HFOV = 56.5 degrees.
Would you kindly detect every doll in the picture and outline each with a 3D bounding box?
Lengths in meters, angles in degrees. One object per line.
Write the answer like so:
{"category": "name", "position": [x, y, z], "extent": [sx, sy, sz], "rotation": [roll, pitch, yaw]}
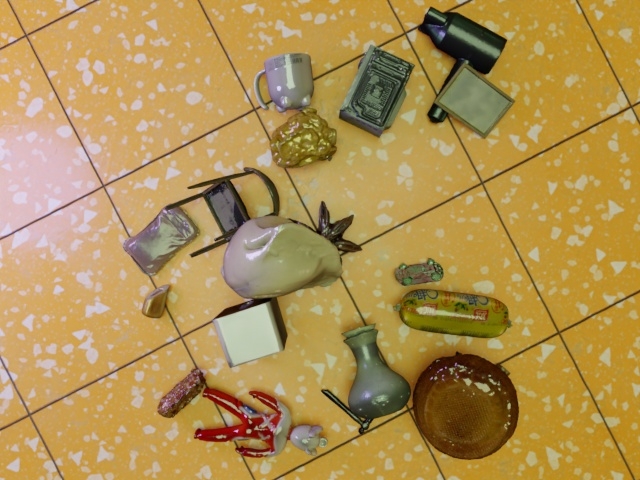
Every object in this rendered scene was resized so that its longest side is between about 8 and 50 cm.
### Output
{"category": "doll", "position": [-0.166, 0.537, 1.718], "extent": [0.384, 0.099, 0.188], "rotation": [14, 91, 6]}

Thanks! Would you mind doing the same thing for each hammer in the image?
{"category": "hammer", "position": [0.075, 0.491, 1.753], "extent": [0.178, 0.021, 0.065], "rotation": [40, 89, 2]}

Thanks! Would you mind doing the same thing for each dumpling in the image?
{"category": "dumpling", "position": [-0.104, 0.076, 1.592], "extent": [0.316, 0.395, 0.233], "rotation": [26, 54, -25]}

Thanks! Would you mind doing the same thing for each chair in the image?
{"category": "chair", "position": [-0.266, -0.087, 1.690], "extent": [0.272, 0.166, 0.188], "rotation": [-27, 90, -42]}

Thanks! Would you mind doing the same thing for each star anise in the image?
{"category": "star anise", "position": [0.000, 0.000, 1.723], "extent": [0.229, 0.093, 0.236], "rotation": [38, 93, -6]}

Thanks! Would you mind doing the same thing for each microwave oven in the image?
{"category": "microwave oven", "position": [0.160, -0.424, 1.705], "extent": [0.162, 0.122, 0.208], "rotation": [25, 90, 1]}

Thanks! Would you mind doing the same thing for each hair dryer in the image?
{"category": "hair dryer", "position": [0.357, -0.500, 1.724], "extent": [0.244, 0.116, 0.302], "rotation": [28, 97, 2]}

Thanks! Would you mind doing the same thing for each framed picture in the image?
{"category": "framed picture", "position": [0.442, -0.398, 1.707], "extent": [0.201, 0.010, 0.136], "rotation": [29, 111, -21]}

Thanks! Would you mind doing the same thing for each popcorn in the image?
{"category": "popcorn", "position": [-0.050, -0.289, 1.690], "extent": [0.194, 0.140, 0.163], "rotation": [-6, 107, 2]}

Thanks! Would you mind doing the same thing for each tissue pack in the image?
{"category": "tissue pack", "position": [-0.185, 0.241, 1.637], "extent": [0.160, 0.246, 0.135], "rotation": [-18, 91, -1]}

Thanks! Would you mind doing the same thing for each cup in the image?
{"category": "cup", "position": [-0.105, -0.442, 1.698], "extent": [0.174, 0.134, 0.141], "rotation": [-8, 92, -2]}

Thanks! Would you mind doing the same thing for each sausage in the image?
{"category": "sausage", "position": [0.378, 0.208, 1.703], "extent": [0.347, 0.123, 0.123], "rotation": [7, 90, -1]}

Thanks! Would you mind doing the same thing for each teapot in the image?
{"category": "teapot", "position": [0.145, 0.367, 1.685], "extent": [0.184, 0.183, 0.250], "rotation": [-16, 79, -1]}

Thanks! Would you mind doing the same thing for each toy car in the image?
{"category": "toy car", "position": [0.287, 0.099, 1.736], "extent": [0.142, 0.069, 0.055], "rotation": [-9, 129, 0]}

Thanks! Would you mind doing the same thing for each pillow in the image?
{"category": "pillow", "position": [-0.465, -0.004, 1.743], "extent": [0.211, 0.034, 0.135], "rotation": [-40, 87, -2]}

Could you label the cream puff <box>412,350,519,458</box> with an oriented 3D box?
{"category": "cream puff", "position": [0.402, 0.454, 1.660], "extent": [0.303, 0.212, 0.303], "rotation": [3, 100, 15]}

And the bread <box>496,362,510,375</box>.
{"category": "bread", "position": [0.513, 0.403, 1.747], "extent": [0.047, 0.036, 0.083], "rotation": [44, 88, 4]}

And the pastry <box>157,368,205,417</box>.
{"category": "pastry", "position": [-0.393, 0.444, 1.719], "extent": [0.169, 0.087, 0.063], "rotation": [-41, 124, 0]}

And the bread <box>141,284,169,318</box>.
{"category": "bread", "position": [-0.481, 0.173, 1.731], "extent": [0.062, 0.049, 0.103], "rotation": [14, 88, -29]}
